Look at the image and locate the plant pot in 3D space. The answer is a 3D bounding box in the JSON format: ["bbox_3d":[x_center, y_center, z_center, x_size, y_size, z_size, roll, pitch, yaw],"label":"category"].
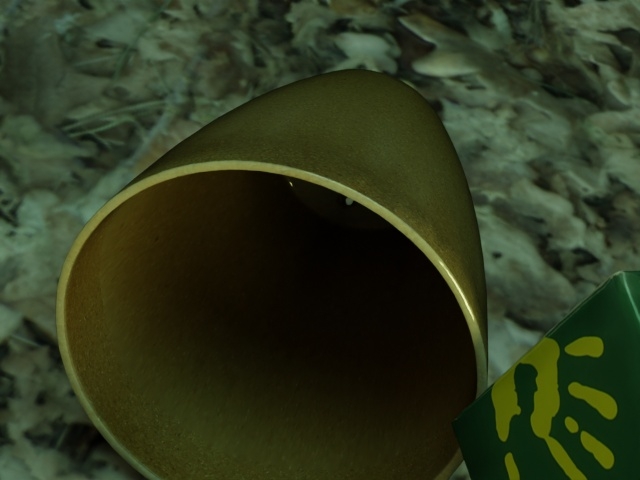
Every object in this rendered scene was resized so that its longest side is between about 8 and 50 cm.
[{"bbox_3d":[0.000,0.000,0.929,0.237,0.237,0.254,22,34,2],"label":"plant pot"}]

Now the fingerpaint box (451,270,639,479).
[{"bbox_3d":[0.339,0.201,0.775,0.445,0.163,0.371,0,58,-31],"label":"fingerpaint box"}]
